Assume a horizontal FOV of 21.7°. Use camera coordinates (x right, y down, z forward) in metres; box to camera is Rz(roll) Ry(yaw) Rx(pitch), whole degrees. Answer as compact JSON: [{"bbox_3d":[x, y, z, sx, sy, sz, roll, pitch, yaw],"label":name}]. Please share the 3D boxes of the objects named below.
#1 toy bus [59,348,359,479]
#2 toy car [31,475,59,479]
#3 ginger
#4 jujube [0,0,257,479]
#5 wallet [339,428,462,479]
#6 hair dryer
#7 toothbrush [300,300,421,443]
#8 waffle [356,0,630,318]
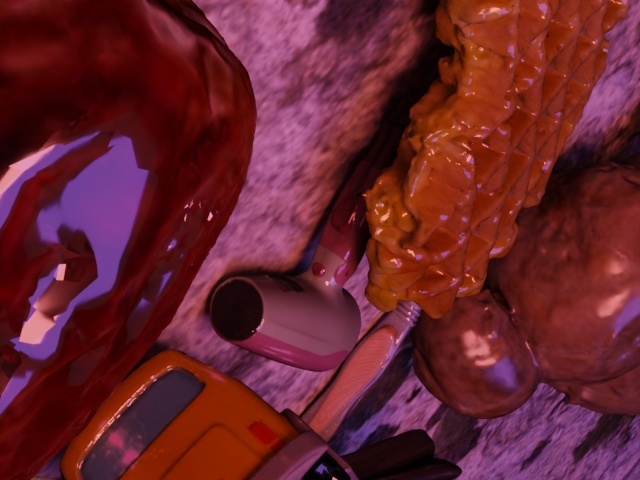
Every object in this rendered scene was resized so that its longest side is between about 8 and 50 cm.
[{"bbox_3d":[-0.058,0.146,0.929,0.126,0.136,0.209,-48,157,-9],"label":"toy bus"},{"bbox_3d":[-0.200,0.160,0.805,0.186,0.058,0.093,-16,141,-32],"label":"toy car"},{"bbox_3d":[0.199,0.032,1.220,0.304,0.155,0.244,-1,135,-50],"label":"ginger"},{"bbox_3d":[-0.135,0.003,0.534,0.243,0.183,0.183,-41,157,8],"label":"jujube"},{"bbox_3d":[-0.047,0.277,1.194,0.197,0.051,0.377,-11,143,-44],"label":"wallet"},{"bbox_3d":[0.004,-0.001,0.950,0.154,0.054,0.106,-61,151,2],"label":"hair dryer"},{"bbox_3d":[0.028,0.089,1.130,0.375,0.028,0.037,-53,165,7],"label":"toothbrush"},{"bbox_3d":[0.095,-0.071,0.938,0.253,0.056,0.249,-60,159,-1],"label":"waffle"}]
